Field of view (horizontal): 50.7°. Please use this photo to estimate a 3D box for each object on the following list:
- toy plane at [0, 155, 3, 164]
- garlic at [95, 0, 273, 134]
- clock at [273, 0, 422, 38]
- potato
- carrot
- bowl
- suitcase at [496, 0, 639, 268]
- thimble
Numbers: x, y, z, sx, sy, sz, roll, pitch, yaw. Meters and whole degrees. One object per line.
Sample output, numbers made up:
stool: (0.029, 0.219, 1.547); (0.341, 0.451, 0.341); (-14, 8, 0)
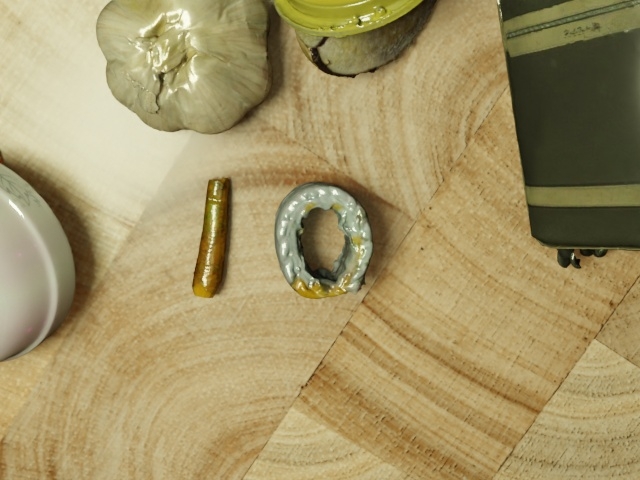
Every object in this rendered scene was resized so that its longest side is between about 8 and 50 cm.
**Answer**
toy plane: (-0.426, -0.035, 0.899); (0.135, 0.062, 0.188); (-9, 99, 21)
garlic: (-0.168, -0.238, 0.838); (0.228, 0.152, 0.228); (0, 95, -5)
clock: (0.042, -0.348, 0.809); (0.237, 0.237, 0.057); (-32, 144, 2)
potato: (0.063, -0.309, 0.889); (0.261, 0.100, 0.120); (-48, 140, -9)
carrot: (-0.150, -0.005, 0.938); (0.042, 0.042, 0.171); (6, 97, -5)
bowl: (-0.464, 0.043, 0.823); (0.287, 0.144, 0.287); (5, 113, 12)
suitcase: (0.374, -0.170, 0.826); (0.194, 0.283, 0.434); (-17, 102, -36)
thimble: (0.002, -0.003, 0.909); (0.127, 0.118, 0.151); (0, 99, -5)
